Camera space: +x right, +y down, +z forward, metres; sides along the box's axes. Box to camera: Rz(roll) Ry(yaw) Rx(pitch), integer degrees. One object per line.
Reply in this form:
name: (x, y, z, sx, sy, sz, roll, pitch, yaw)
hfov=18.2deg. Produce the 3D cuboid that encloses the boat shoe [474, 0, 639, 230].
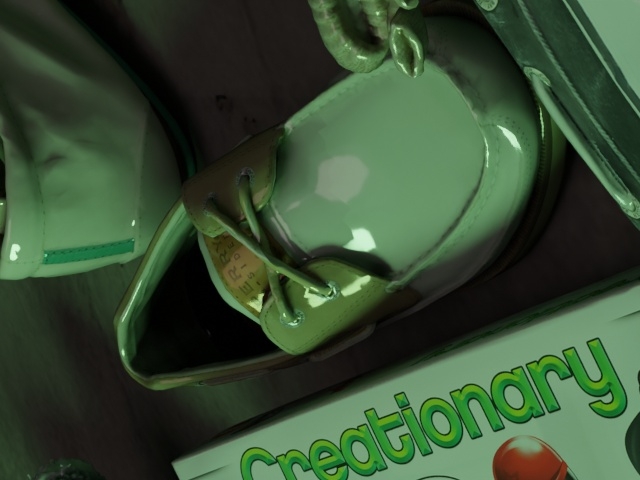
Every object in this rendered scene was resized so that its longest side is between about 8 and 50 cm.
boat shoe: (0.072, -0.131, 0.671, 0.301, 0.108, 0.102, 56, 147, -3)

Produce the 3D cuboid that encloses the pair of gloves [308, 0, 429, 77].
pair of gloves: (-0.016, -0.178, 0.701, 0.204, 0.042, 0.240, -104, -4, -62)

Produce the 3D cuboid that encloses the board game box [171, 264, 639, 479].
board game box: (0.085, 0.133, 0.827, 0.305, 0.053, 0.193, -26, 91, 44)

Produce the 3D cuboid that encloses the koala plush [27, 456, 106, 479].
koala plush: (-0.106, 0.247, 1.147, 0.196, 0.203, 0.221, 33, 126, 38)

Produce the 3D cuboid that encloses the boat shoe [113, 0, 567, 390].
boat shoe: (0.000, 0.000, 0.865, 0.113, 0.103, 0.302, 57, 148, 9)

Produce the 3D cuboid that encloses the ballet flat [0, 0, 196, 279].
ballet flat: (-0.227, -0.132, 1.070, 0.400, 0.139, 0.139, 48, 146, 22)
